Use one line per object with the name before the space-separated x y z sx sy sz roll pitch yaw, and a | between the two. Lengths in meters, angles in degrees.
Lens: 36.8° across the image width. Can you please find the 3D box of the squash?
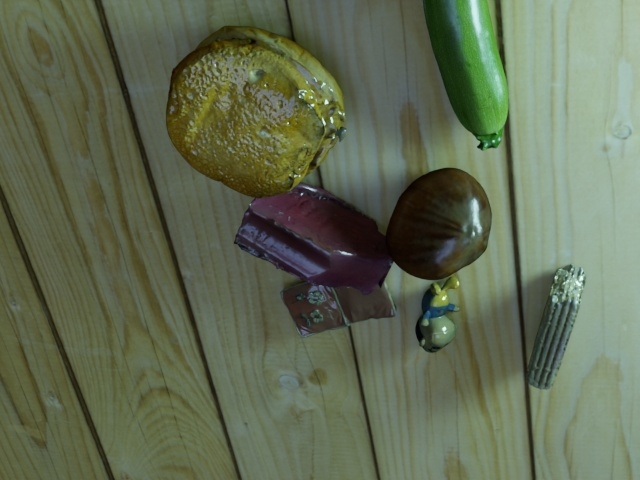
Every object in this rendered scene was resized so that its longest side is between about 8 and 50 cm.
squash | 0.238 -0.322 1.579 0.107 0.107 0.395 -7 121 21

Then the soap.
soap | 0.000 0.000 1.823 0.289 0.182 0.112 30 127 1

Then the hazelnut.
hazelnut | 0.225 -0.022 1.730 0.210 0.210 0.186 -10 161 23

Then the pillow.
pillow | 0.037 0.123 1.976 0.232 0.043 0.126 -15 116 24

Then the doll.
doll | 0.235 0.158 1.918 0.089 0.102 0.179 48 143 38

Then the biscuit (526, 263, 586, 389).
biscuit | 0.449 0.167 1.840 0.061 0.108 0.239 17 127 13

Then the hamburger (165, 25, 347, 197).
hamburger | -0.112 -0.227 1.709 0.314 0.170 0.290 28 129 -2
